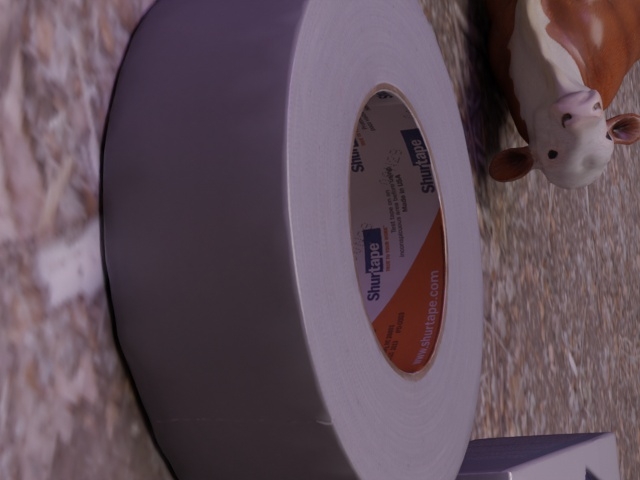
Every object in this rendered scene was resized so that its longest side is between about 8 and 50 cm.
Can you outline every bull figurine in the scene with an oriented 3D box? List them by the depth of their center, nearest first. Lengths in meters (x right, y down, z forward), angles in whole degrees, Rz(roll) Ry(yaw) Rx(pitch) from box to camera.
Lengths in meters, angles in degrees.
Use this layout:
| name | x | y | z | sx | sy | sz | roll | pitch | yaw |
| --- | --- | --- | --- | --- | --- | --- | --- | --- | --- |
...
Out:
| name | x | y | z | sx | sy | sz | roll | pitch | yaw |
| --- | --- | --- | --- | --- | --- | --- | --- | --- | --- |
| bull figurine | 0.169 | -0.160 | 0.992 | 0.310 | 0.101 | 0.188 | -49 | 128 | -60 |

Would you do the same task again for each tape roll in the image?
| name | x | y | z | sx | sy | sz | roll | pitch | yaw |
| --- | --- | --- | --- | --- | --- | --- | --- | --- | --- |
| tape roll | 0.000 | 0.000 | 0.577 | 0.219 | 0.072 | 0.219 | -6 | 90 | -67 |

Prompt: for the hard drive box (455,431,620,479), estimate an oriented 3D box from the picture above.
| name | x | y | z | sx | sy | sz | roll | pitch | yaw |
| --- | --- | --- | --- | --- | --- | --- | --- | --- | --- |
| hard drive box | 0.091 | 0.195 | 0.725 | 0.232 | 0.089 | 0.181 | 5 | 79 | -67 |
